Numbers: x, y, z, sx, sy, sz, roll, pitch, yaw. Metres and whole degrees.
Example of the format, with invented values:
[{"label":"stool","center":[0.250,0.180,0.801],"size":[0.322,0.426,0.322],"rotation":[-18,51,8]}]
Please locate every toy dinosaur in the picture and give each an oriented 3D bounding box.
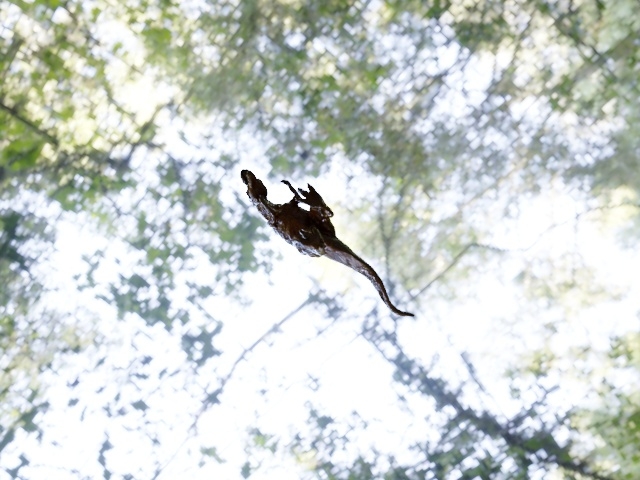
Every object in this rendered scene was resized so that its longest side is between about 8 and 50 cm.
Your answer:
[{"label":"toy dinosaur","center":[0.000,0.000,1.982],"size":[0.432,0.208,0.097],"rotation":[42,-101,9]}]
